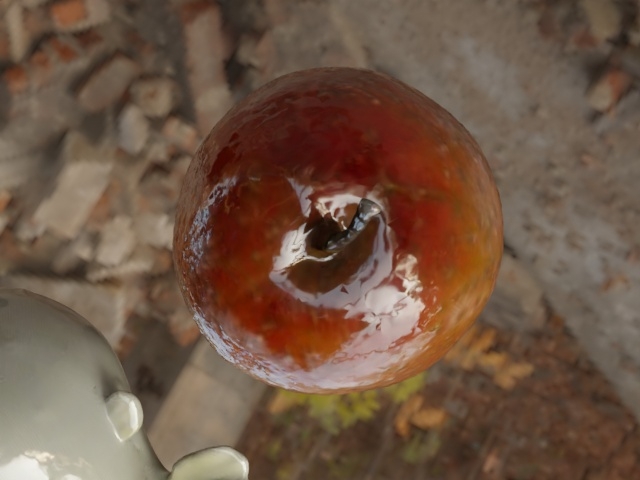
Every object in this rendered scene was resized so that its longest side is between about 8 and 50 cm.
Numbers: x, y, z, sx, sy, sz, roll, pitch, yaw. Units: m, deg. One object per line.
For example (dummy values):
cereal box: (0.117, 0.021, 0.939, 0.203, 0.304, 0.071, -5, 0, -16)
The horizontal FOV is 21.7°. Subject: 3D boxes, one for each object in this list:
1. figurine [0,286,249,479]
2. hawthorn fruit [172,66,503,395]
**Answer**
figurine: (-0.122, 0.207, 0.988, 0.274, 0.226, 0.394, -14, 114, 35)
hawthorn fruit: (-0.004, -0.005, 1.152, 0.263, 0.235, 0.231, 1, -139, -48)
